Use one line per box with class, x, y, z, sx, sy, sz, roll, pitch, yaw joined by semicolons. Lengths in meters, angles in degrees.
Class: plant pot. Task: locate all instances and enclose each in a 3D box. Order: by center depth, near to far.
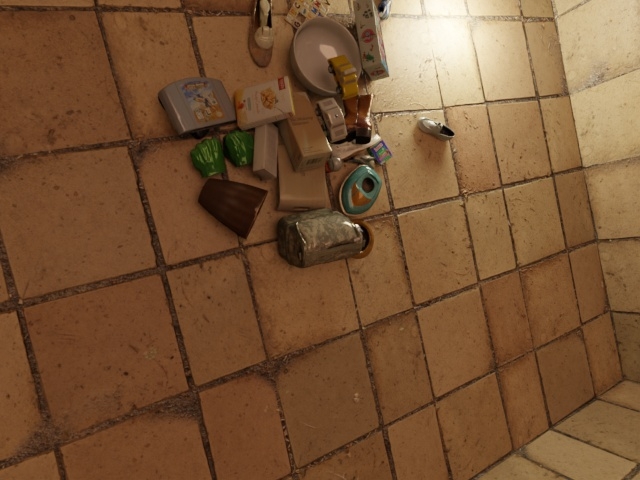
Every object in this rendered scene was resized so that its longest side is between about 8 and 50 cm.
plant pot;-0.357;-0.149;1.617;0.230;0.215;0.215;25;77;-8

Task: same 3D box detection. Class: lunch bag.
lunch bag;0.000;0.000;1.708;0.305;0.256;0.213;-12;116;-27

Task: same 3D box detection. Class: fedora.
fedora;0.161;-0.004;1.908;0.194;0.079;0.194;6;77;-29

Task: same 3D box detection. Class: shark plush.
shark plush;0.195;-0.377;1.960;0.161;0.073;0.067;-7;120;-30

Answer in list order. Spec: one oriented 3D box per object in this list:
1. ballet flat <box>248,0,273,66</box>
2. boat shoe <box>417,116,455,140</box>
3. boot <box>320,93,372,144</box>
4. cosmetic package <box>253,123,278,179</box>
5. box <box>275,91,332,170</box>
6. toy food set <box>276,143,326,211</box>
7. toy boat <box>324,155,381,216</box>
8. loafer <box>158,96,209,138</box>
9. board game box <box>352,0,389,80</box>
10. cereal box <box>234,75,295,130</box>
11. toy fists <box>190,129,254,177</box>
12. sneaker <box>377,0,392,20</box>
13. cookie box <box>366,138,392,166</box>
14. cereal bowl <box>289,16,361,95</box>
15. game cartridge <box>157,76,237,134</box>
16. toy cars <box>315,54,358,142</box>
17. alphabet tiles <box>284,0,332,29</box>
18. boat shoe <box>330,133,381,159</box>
ballet flat;-0.251;-0.919;1.745;0.107;0.106;0.316;-4;89;-26
boat shoe;0.619;-0.599;2.155;0.227;0.081;0.079;20;79;-24
boot;0.112;-0.586;1.882;0.264;0.096;0.280;1;65;4
cosmetic package;-0.230;-0.385;1.705;0.099;0.060;0.239;32;54;-60
box;-0.085;-0.469;1.741;0.148;0.121;0.311;-17;75;-25
toy food set;-0.095;-0.282;1.807;0.219;0.092;0.306;0;80;-23
toy boat;0.140;-0.264;1.874;0.318;0.148;0.267;36;73;-20
loafer;-0.538;-0.501;1.608;0.223;0.076;0.078;43;66;-22
board game box;0.241;-0.940;1.916;0.097;0.224;0.303;-8;93;19
cereal box;-0.231;-0.565;1.675;0.240;0.047;0.173;-13;72;11
toy fists;-0.391;-0.361;1.658;0.279;0.096;0.142;-24;110;-26
sneaker;0.325;-1.199;2.063;0.059;0.053;0.144;7;83;-23
cookie box;0.292;-0.436;2.014;0.092;0.040;0.107;-41;103;-21
cereal bowl;0.009;-0.812;1.844;0.339;0.141;0.339;2;86;-25
game cartridge;-0.472;-0.535;1.591;0.297;0.062;0.198;-34;107;-47
toy cars;0.082;-0.619;1.744;0.176;0.087;0.394;19;80;-22
alphabet tiles;-0.038;-1.064;1.908;0.198;0.009;0.237;29;76;-21
boat shoe;0.163;-0.462;1.922;0.277;0.098;0.096;-28;99;-22
